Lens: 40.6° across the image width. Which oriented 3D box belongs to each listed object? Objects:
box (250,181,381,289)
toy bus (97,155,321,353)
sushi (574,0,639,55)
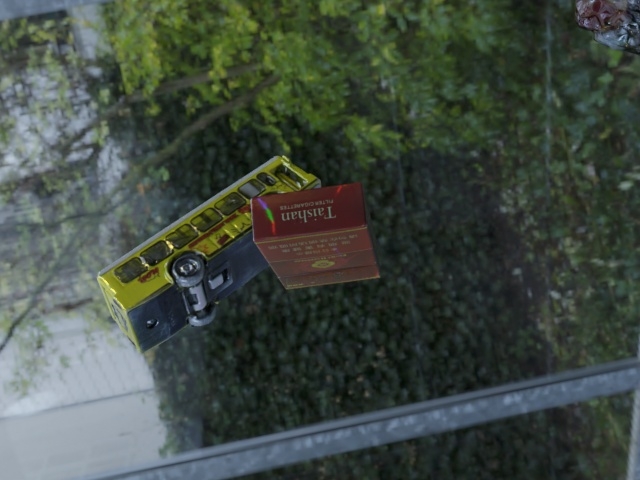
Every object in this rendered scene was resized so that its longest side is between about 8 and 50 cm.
[{"bbox_3d":[0.000,0.000,0.416,0.082,0.051,0.023,67,-163,-69],"label":"box"},{"bbox_3d":[-0.096,0.012,0.817,0.074,0.226,0.081,38,153,32],"label":"toy bus"},{"bbox_3d":[0.231,-0.195,0.438,0.227,0.212,0.216,6,-80,-72],"label":"sushi"}]
